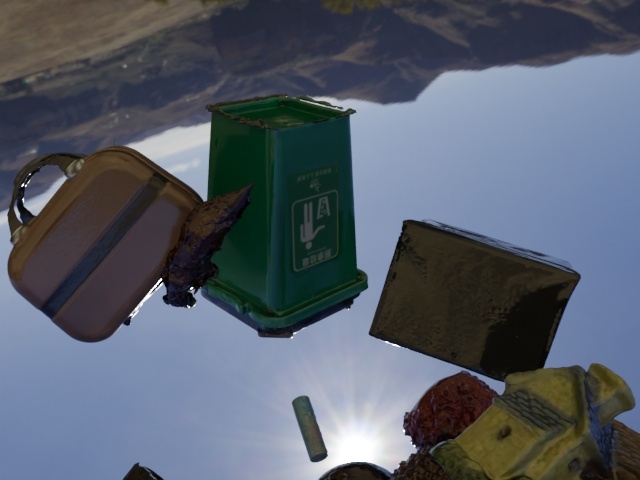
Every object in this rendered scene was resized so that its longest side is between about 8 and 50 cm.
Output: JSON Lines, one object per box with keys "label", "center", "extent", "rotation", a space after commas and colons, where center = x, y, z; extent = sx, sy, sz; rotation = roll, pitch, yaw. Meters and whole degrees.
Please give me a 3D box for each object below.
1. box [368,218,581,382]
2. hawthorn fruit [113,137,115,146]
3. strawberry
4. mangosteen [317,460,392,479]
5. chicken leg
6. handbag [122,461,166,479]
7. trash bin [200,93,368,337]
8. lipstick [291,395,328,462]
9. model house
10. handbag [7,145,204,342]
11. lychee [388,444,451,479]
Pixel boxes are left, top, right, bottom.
{"label": "box", "center": [0.313, 0.119, 1.316], "extent": [0.345, 0.251, 0.204], "rotation": [19, -170, 16]}
{"label": "hawthorn fruit", "center": [-0.421, -0.131, 1.315], "extent": [0.125, 0.140, 0.125], "rotation": [-38, -173, 6]}
{"label": "strawberry", "center": [0.340, 0.467, 1.560], "extent": [0.274, 0.274, 0.220], "rotation": [-16, -163, 8]}
{"label": "mangosteen", "center": [0.094, 0.673, 1.511], "extent": [0.288, 0.288, 0.288], "rotation": [-17, -163, 6]}
{"label": "chicken leg", "center": [-0.171, 0.011, 0.923], "extent": [0.105, 0.063, 0.234], "rotation": [-37, 162, -53]}
{"label": "handbag", "center": [-0.243, 0.528, 1.166], "extent": [0.223, 0.247, 0.080], "rotation": [0, -138, 50]}
{"label": "trash bin", "center": [-0.081, -0.057, 1.144], "extent": [0.259, 0.381, 0.295], "rotation": [-19, -149, -41]}
{"label": "lipstick", "center": [-0.026, 0.451, 1.534], "extent": [0.048, 0.048, 0.158], "rotation": [-20, -132, -5]}
{"label": "model house", "center": [0.349, 0.331, 0.857], "extent": [0.266, 0.321, 0.261], "rotation": [-42, -150, -9]}
{"label": "handbag", "center": [-0.365, -0.018, 1.025], "extent": [0.302, 0.283, 0.149], "rotation": [-48, -166, 4]}
{"label": "lychee", "center": [0.232, 0.526, 1.228], "extent": [0.268, 0.267, 0.267], "rotation": [-17, -163, 6]}
